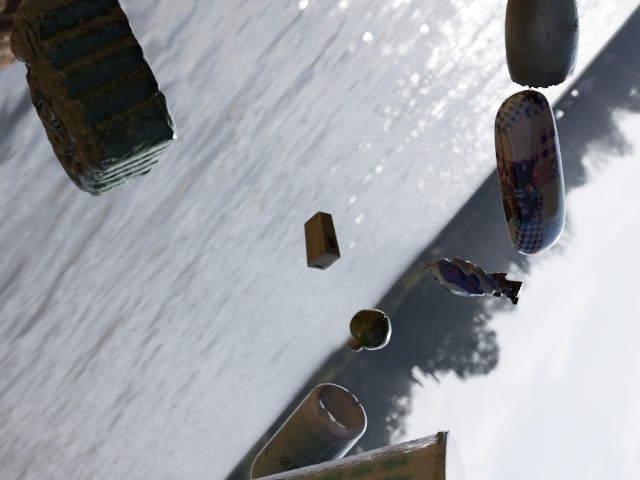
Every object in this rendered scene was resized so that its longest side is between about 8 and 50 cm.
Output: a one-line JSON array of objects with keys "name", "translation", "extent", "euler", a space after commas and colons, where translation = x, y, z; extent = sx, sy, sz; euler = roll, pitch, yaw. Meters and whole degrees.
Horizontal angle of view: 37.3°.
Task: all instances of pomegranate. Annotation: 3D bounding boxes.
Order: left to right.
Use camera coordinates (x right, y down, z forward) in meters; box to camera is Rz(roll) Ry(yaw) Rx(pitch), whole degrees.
[{"name": "pomegranate", "translation": [0.082, 0.156, 1.585], "extent": [0.073, 0.073, 0.085], "euler": [-38, 138, -66]}]

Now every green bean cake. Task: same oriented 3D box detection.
[{"name": "green bean cake", "translation": [-0.387, -0.242, 1.575], "extent": [0.169, 0.300, 0.308], "euler": [-28, -179, -21]}]

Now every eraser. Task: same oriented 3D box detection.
[{"name": "eraser", "translation": [0.011, 0.306, 1.005], "extent": [0.290, 0.104, 0.189], "euler": [-17, -158, 12]}]

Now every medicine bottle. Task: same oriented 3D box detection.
[{"name": "medicine bottle", "translation": [-0.057, 0.393, 1.634], "extent": [0.352, 0.110, 0.110], "euler": [-53, 174, 31]}]

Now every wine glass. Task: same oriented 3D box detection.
[{"name": "wine glass", "translation": [0.251, -0.279, 1.039], "extent": [0.264, 0.096, 0.310], "euler": [-83, 167, -52]}]

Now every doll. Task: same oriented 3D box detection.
[{"name": "doll", "translation": [0.285, 0.073, 1.805], "extent": [0.096, 0.195, 0.070], "euler": [89, 20, -56]}]

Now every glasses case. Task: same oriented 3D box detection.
[{"name": "glasses case", "translation": [0.399, -0.125, 1.799], "extent": [0.125, 0.327, 0.076], "euler": [-27, -151, -25]}]

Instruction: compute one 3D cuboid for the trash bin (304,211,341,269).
[{"name": "trash bin", "translation": [0.000, 0.000, 1.775], "extent": [0.043, 0.092, 0.061], "euler": [10, 146, -33]}]
